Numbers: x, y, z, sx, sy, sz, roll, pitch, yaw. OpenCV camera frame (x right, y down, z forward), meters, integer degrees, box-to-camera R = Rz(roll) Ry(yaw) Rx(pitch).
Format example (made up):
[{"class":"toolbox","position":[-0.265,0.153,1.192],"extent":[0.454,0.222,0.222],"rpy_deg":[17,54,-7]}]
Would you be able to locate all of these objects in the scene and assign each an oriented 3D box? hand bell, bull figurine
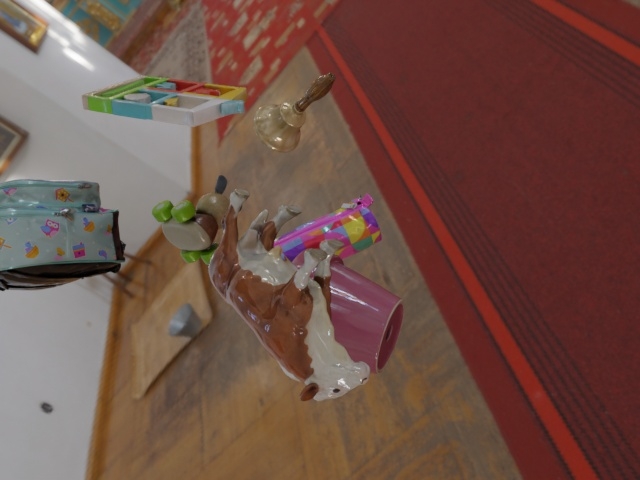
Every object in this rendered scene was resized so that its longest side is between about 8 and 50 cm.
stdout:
[{"class":"hand bell","position":[-0.038,-0.302,1.553],"extent":[0.242,0.126,0.126],"rpy_deg":[-30,35,51]},{"class":"bull figurine","position":[-0.047,0.068,0.915],"extent":[0.310,0.101,0.188],"rpy_deg":[35,115,38]}]

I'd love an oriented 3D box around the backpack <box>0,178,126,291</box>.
[{"class":"backpack","position":[-0.370,-0.005,0.895],"extent":[0.166,0.188,0.144],"rpy_deg":[-9,94,35]}]

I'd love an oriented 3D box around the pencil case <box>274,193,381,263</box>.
[{"class":"pencil case","position":[0.000,0.000,1.324],"extent":[0.236,0.104,0.104],"rpy_deg":[-28,27,-6]}]

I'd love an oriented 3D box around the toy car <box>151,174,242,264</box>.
[{"class":"toy car","position":[-0.264,-0.063,1.624],"extent":[0.149,0.155,0.188],"rpy_deg":[3,43,43]}]

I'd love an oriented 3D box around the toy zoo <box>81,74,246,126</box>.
[{"class":"toy zoo","position":[-0.274,-0.267,1.329],"extent":[0.293,0.030,0.192],"rpy_deg":[11,28,20]}]

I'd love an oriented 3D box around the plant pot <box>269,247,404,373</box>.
[{"class":"plant pot","position":[0.034,0.131,1.159],"extent":[0.180,0.201,0.201],"rpy_deg":[17,69,20]}]
